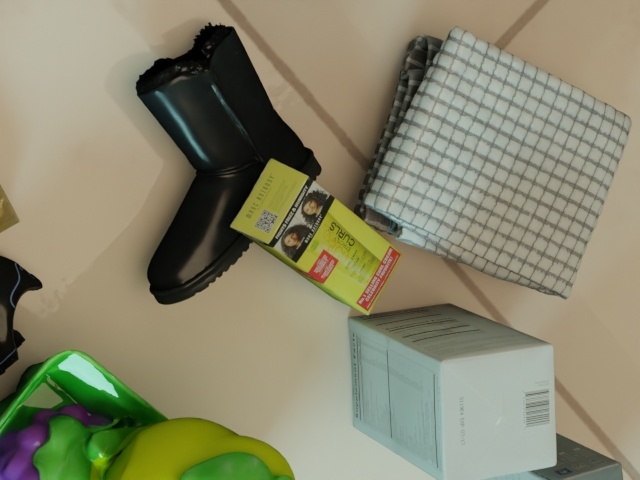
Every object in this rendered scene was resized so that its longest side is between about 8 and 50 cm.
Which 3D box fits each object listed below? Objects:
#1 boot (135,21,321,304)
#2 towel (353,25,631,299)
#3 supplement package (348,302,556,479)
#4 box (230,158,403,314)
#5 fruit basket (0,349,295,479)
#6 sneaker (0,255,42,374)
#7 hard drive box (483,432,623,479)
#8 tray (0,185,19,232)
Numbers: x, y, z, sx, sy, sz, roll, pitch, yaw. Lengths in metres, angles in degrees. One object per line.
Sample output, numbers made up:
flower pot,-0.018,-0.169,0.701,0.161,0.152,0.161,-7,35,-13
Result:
boot,-0.136,-0.083,1.789,0.246,0.094,0.207,-45,116,-18
towel,0.188,-0.085,1.920,0.284,0.121,0.235,22,91,-26
supplement package,0.139,0.160,1.865,0.134,0.244,0.139,-7,102,-21
box,0.000,0.000,1.825,0.087,0.058,0.232,-59,146,-6
fruit basket,-0.175,0.288,1.687,0.392,0.392,0.283,42,81,-23
sneaker,-0.358,0.127,1.736,0.090,0.081,0.232,21,89,-18
hard drive box,0.254,0.316,1.945,0.089,0.232,0.181,-14,104,-21
tray,-0.522,-0.007,1.651,0.411,0.076,0.203,-32,109,-17
